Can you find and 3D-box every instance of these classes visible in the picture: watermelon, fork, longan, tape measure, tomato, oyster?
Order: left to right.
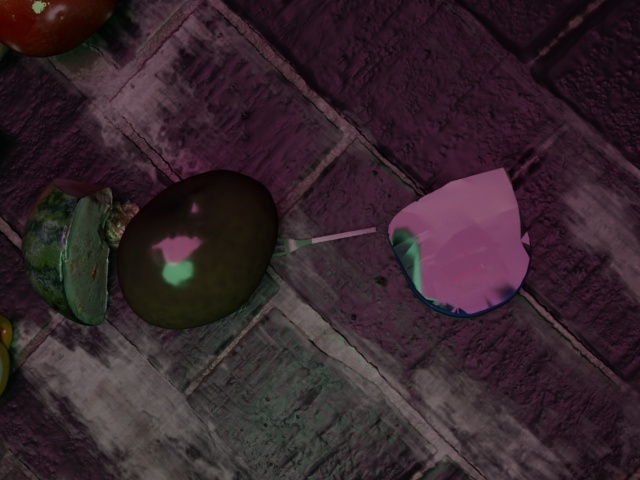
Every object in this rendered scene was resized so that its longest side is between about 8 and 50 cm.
[{"bbox_3d":[-0.571,-0.543,1.558,0.293,0.290,0.325,-41,86,4],"label":"tomato"},{"bbox_3d":[-0.509,0.038,1.576,0.180,0.224,0.305,-3,111,-27],"label":"watermelon"},{"bbox_3d":[-0.465,-0.038,1.643,0.165,0.053,0.109,8,95,1],"label":"oyster"},{"bbox_3d":[-0.237,0.013,1.513,0.288,0.288,0.350,43,83,6],"label":"longan"},{"bbox_3d":[0.000,0.000,1.612,0.235,0.021,0.039,-9,90,4],"label":"fork"},{"bbox_3d":[0.284,0.020,1.525,0.259,0.138,0.262,-24,85,5],"label":"tape measure"}]

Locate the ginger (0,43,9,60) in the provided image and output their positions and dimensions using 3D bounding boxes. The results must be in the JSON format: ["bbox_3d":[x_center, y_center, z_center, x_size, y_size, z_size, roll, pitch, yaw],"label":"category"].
[{"bbox_3d":[-0.817,-0.422,1.657,0.304,0.155,0.245,-40,91,10],"label":"ginger"}]

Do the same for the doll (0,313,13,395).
[{"bbox_3d":[-0.779,0.266,1.606,0.269,0.162,0.167,-10,117,0],"label":"doll"}]
